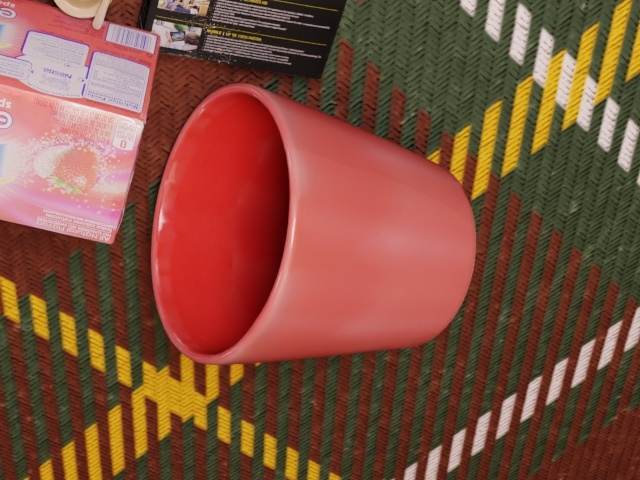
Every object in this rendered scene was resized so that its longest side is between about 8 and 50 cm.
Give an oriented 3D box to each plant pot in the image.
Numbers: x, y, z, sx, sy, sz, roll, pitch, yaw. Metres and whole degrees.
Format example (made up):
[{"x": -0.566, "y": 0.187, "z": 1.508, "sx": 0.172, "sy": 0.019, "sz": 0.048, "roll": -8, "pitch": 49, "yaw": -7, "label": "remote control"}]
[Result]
[{"x": 0.000, "y": 0.000, "z": 1.247, "sx": 0.243, "sy": 0.275, "sz": 0.275, "roll": 10, "pitch": 128, "yaw": -33, "label": "plant pot"}]

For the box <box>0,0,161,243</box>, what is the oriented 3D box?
[{"x": -0.303, "y": -0.123, "z": 1.104, "sx": 0.300, "sy": 0.154, "sz": 0.142, "roll": 13, "pitch": 126, "yaw": -11, "label": "box"}]

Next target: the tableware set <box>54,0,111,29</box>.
[{"x": -0.223, "y": -0.268, "z": 1.085, "sx": 0.169, "sy": 0.020, "sz": 0.141, "roll": 24, "pitch": 109, "yaw": -14, "label": "tableware set"}]

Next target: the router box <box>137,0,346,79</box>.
[{"x": -0.067, "y": -0.226, "z": 1.166, "sx": 0.179, "sy": 0.046, "sz": 0.133, "roll": 8, "pitch": 129, "yaw": -17, "label": "router box"}]
